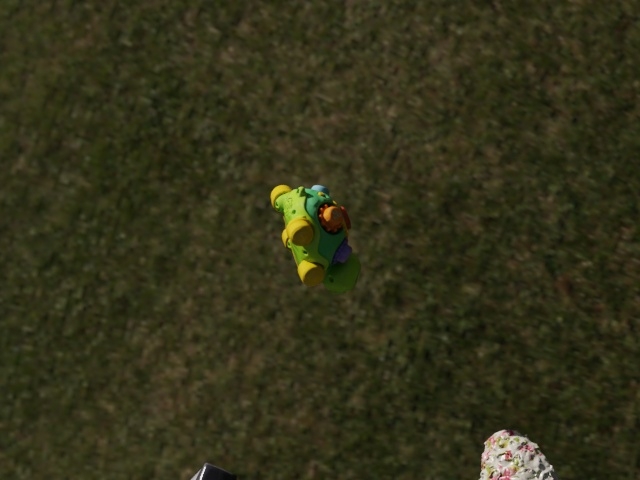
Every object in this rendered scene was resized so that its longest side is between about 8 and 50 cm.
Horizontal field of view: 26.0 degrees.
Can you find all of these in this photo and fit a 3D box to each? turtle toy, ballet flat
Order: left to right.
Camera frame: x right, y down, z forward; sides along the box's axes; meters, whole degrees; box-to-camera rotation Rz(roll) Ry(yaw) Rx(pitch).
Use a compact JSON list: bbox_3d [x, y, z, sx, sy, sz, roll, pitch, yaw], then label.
[{"bbox_3d":[0.000,0.000,1.374,0.066,0.130,0.095,-20,33,-5],"label":"turtle toy"},{"bbox_3d":[0.204,0.293,1.285,0.091,0.077,0.241,-29,78,34],"label":"ballet flat"}]

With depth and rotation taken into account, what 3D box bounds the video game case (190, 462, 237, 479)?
[{"bbox_3d":[-0.167,0.360,1.252,0.248,0.035,0.275,-50,18,58],"label":"video game case"}]
